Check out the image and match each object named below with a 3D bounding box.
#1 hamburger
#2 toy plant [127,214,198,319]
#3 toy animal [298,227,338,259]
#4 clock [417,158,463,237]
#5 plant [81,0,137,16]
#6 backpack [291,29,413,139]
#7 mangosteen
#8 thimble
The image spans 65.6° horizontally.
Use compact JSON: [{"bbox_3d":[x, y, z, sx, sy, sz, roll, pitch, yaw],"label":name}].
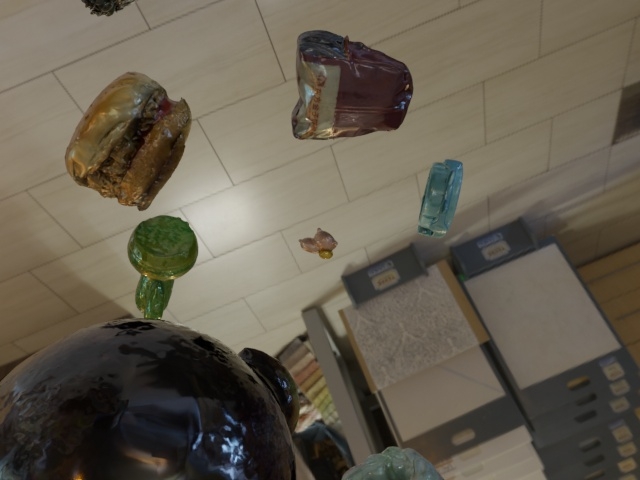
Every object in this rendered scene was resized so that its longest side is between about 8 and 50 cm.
[{"bbox_3d":[-0.334,-0.179,0.876,0.162,0.244,0.244,26,119,-26],"label":"hamburger"},{"bbox_3d":[-0.455,0.097,1.408,0.184,0.224,0.316,8,135,-17],"label":"toy plant"},{"bbox_3d":[0.000,0.000,1.490,0.114,0.091,0.082,22,111,12],"label":"toy animal"},{"bbox_3d":[0.346,-0.128,1.443,0.094,0.224,0.274,12,177,10],"label":"clock"},{"bbox_3d":[-0.400,-0.491,0.953,0.143,0.092,0.095,-32,110,-16],"label":"plant"},{"bbox_3d":[0.085,-0.399,1.315,0.316,0.197,0.283,2,139,-5],"label":"backpack"},{"bbox_3d":[-0.132,0.199,0.414,0.275,0.275,0.302,-41,155,19],"label":"mangosteen"},{"bbox_3d":[0.094,0.395,0.668,0.211,0.185,0.149,-29,104,41],"label":"thimble"}]
